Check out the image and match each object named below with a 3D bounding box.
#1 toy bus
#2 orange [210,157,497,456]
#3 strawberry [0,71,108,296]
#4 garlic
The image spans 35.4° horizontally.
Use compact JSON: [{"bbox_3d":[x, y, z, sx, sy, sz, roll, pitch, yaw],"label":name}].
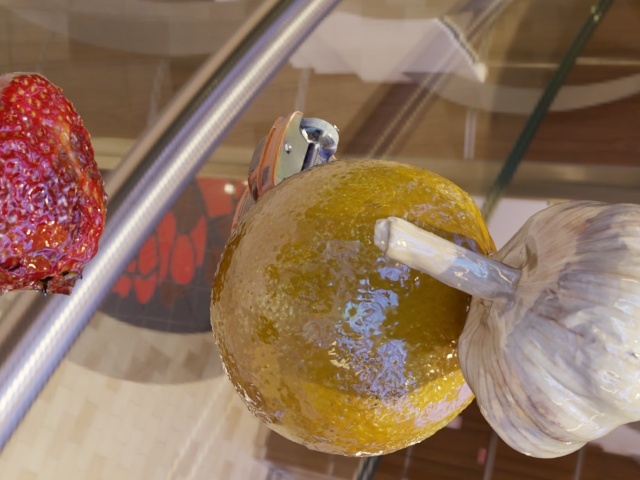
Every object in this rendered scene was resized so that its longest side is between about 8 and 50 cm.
[{"bbox_3d":[0.000,0.000,1.255,0.329,0.153,0.143,51,39,-36],"label":"toy bus"},{"bbox_3d":[0.038,0.058,0.913,0.274,0.274,0.274,-18,111,-58],"label":"orange"},{"bbox_3d":[-0.402,-0.077,1.303,0.238,0.250,0.289,-1,105,-66],"label":"strawberry"},{"bbox_3d":[0.142,0.029,0.719,0.226,0.199,0.199,31,60,-11],"label":"garlic"}]
